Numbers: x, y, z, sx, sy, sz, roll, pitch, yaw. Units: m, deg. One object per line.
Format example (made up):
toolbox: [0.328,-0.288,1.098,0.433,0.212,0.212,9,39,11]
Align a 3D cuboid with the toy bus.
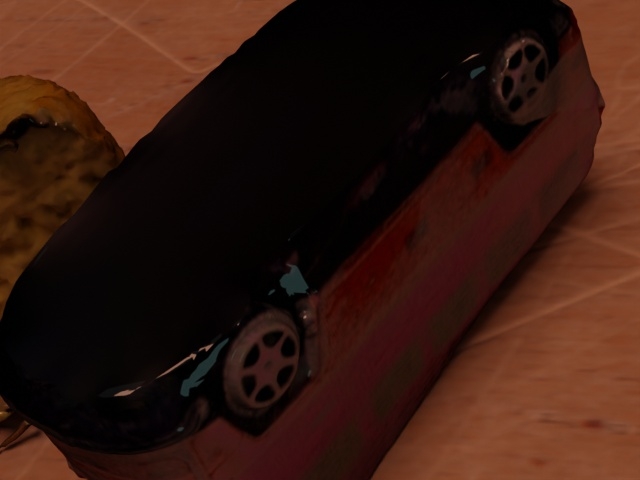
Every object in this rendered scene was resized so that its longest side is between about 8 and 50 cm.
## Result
toy bus: [0.000,0.000,0.703,0.128,0.147,0.302,20,59,39]

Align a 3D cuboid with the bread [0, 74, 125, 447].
bread: [-0.201,0.012,0.787,0.261,0.160,0.147,-28,34,5]
